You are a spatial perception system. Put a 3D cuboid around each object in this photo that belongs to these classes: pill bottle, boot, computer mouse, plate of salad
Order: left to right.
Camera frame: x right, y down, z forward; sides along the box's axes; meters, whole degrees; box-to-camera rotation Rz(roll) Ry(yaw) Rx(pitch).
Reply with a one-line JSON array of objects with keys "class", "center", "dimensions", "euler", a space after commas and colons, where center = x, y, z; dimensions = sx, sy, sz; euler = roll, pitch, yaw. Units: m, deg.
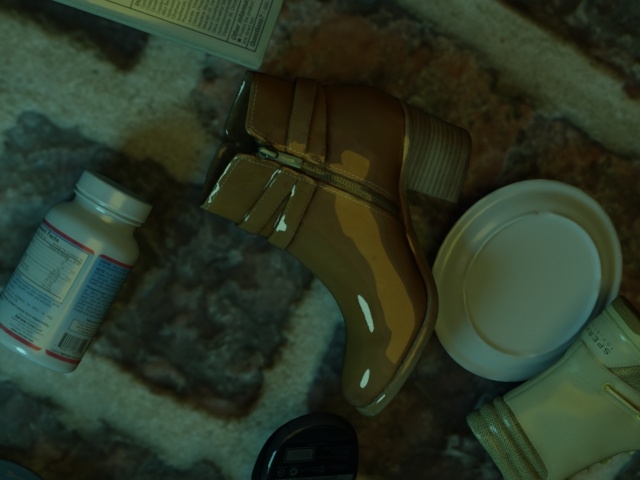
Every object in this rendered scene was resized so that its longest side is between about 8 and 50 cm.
[{"class": "pill bottle", "center": [-0.209, 0.024, 1.401], "dimensions": [0.087, 0.087, 0.160], "euler": [29, 92, -22]}, {"class": "computer mouse", "center": [-0.064, 0.269, 1.526], "dimensions": [0.184, 0.060, 0.262], "euler": [-5, 116, -21]}, {"class": "boot", "center": [0.000, 0.000, 1.451], "dimensions": [0.220, 0.109, 0.283], "euler": [14, 96, -22]}, {"class": "plate of salad", "center": [0.190, 0.036, 1.556], "dimensions": [0.199, 0.048, 0.200], "euler": [-6, 108, -18]}, {"class": "boot", "center": [0.273, 0.192, 1.598], "dimensions": [0.203, 0.095, 0.262], "euler": [-37, 130, 5]}]

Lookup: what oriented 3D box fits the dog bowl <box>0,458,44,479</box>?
[{"class": "dog bowl", "center": [-0.341, 0.327, 1.437], "dimensions": [0.297, 0.074, 0.166], "euler": [-46, 112, -3]}]

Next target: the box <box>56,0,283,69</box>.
[{"class": "box", "center": [-0.180, -0.256, 1.326], "dimensions": [0.311, 0.121, 0.148], "euler": [18, 96, -21]}]
